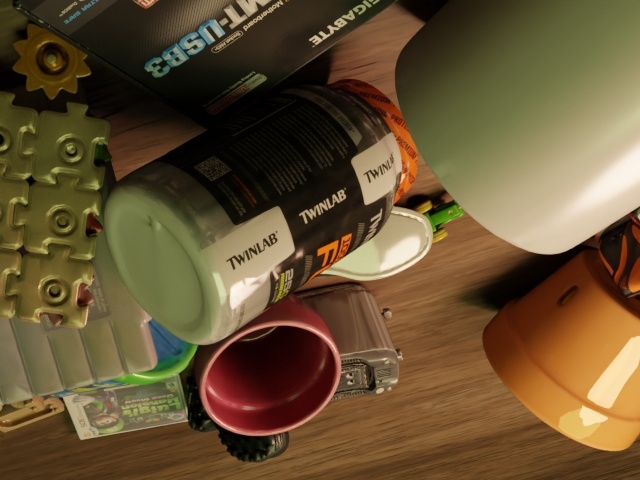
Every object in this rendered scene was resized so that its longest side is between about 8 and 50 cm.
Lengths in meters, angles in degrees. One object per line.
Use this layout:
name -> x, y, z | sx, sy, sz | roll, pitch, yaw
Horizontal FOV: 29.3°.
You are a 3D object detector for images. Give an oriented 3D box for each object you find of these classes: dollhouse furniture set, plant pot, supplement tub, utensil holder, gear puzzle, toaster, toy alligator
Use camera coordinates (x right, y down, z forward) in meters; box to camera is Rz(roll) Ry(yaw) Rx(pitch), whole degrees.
dollhouse furniture set -> -0.497, 0.294, 1.911 | 0.144, 0.123, 0.151 | -21, 145, 12
plant pot -> 0.428, 0.152, 1.904 | 0.290, 0.291, 0.203 | 15, 121, -35
plant pot -> -0.087, 0.142, 1.723 | 0.201, 0.180, 0.201 | -8, 125, -11
supplement tub -> -0.058, -0.046, 1.392 | 0.338, 0.207, 0.207 | -33, 159, -33
utensil holder -> 0.312, -0.208, 1.282 | 0.327, 0.328, 0.385 | 18, 137, -37
gear puzzle -> -0.320, -0.077, 1.350 | 0.175, 0.044, 0.339 | 8, 100, -6
toaster -> 0.005, 0.162, 1.867 | 0.227, 0.146, 0.129 | -12, 145, -1
toy alligator -> 0.162, -0.032, 1.729 | 0.189, 0.056, 0.051 | -26, -174, 17

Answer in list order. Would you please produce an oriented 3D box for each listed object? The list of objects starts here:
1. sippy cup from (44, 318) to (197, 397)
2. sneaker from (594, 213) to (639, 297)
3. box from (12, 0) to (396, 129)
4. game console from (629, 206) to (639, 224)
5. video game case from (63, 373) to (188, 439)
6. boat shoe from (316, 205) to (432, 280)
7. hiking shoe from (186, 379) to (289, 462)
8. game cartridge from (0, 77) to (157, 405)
sippy cup -> -0.313, 0.103, 1.629 | 0.224, 0.240, 0.305 | -25, 130, 37
sneaker -> 0.556, -0.016, 1.761 | 0.124, 0.180, 0.321 | 20, 134, -40
box -> -0.111, -0.268, 1.268 | 0.295, 0.073, 0.293 | -30, 141, 26
game console -> 0.609, -0.146, 1.580 | 0.342, 0.060, 0.387 | 15, 114, -35
video game case -> -0.319, 0.269, 2.026 | 0.190, 0.022, 0.173 | -10, 146, -5
boat shoe -> 0.000, 0.000, 1.687 | 0.302, 0.091, 0.114 | -5, 106, -9
hiking shoe -> -0.107, 0.264, 1.930 | 0.132, 0.113, 0.304 | -8, -169, -26
game cartridge -> -0.335, 0.003, 1.413 | 0.230, 0.068, 0.355 | -14, 102, -4
